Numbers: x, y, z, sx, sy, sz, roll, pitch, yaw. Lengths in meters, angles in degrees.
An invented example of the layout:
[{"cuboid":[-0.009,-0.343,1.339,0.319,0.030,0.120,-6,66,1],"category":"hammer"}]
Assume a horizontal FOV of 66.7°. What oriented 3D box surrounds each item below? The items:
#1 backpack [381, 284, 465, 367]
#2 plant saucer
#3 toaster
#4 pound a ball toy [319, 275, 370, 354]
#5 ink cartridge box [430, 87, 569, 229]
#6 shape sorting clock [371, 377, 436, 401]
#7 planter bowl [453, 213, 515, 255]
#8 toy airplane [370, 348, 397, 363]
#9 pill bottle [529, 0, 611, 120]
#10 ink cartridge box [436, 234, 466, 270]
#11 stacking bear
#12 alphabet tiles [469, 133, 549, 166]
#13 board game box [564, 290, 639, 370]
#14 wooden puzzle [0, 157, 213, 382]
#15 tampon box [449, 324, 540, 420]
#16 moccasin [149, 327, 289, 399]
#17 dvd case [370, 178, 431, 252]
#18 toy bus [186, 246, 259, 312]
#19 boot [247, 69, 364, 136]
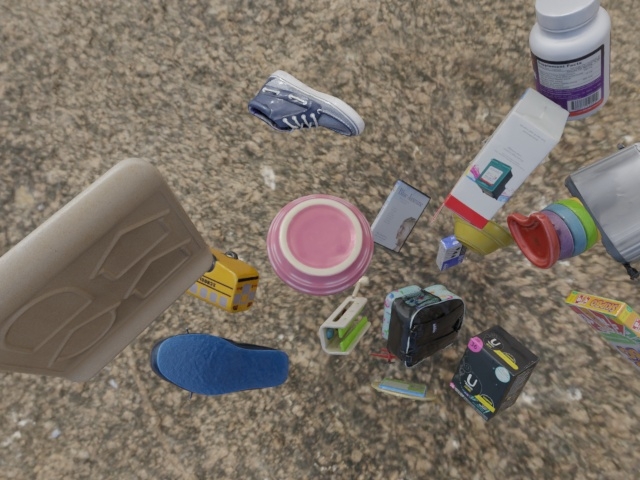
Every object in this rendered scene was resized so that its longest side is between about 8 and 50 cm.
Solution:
[{"cuboid":[0.323,0.251,1.524,0.191,0.253,0.225,40,136,52],"category":"backpack"},{"cuboid":[0.000,0.000,1.483,0.332,0.084,0.332,1,68,-2],"category":"plant saucer"},{"cuboid":[0.553,-0.060,0.851,0.146,0.129,0.227,-38,60,35],"category":"toaster"},{"cuboid":[0.099,0.293,1.976,0.136,0.319,0.208,-2,107,26],"category":"pound a ball toy"},{"cuboid":[0.281,-0.112,0.780,0.078,0.134,0.231,36,133,8],"category":"ink cartridge box"},{"cuboid":[0.265,0.485,1.562,0.206,0.206,0.040,7,87,17],"category":"shape sorting clock"},{"cuboid":[0.486,-0.016,1.509,0.217,0.217,0.090,33,91,15],"category":"planter bowl"},{"cuboid":[0.264,0.434,1.844,0.151,0.151,0.028,-3,48,17],"category":"toy airplane"},{"cuboid":[0.378,-0.285,0.737,0.108,0.193,0.108,-15,52,20],"category":"pill bottle"},{"cuboid":[0.505,0.044,1.866,0.097,0.207,0.046,-22,63,-3],"category":"ink cartridge box"},{"cuboid":[0.685,-0.053,1.297,0.289,0.175,0.164,-24,96,-7],"category":"stacking bear"},{"cuboid":[0.687,-0.309,1.801,0.237,0.009,0.198,-34,101,21],"category":"alphabet tiles"},{"cuboid":[0.567,0.186,0.864,0.259,0.124,0.039,37,86,-11],"category":"board game box"},{"cuboid":[-0.331,0.057,0.716,0.080,0.348,0.322,41,75,17],"category":"wooden puzzle"},{"cuboid":[0.391,0.299,1.103,0.120,0.101,0.161,43,136,39],"category":"tampon box"},{"cuboid":[-0.221,0.277,1.049,0.117,0.342,0.137,-7,66,42],"category":"moccasin"},{"cuboid":[0.296,-0.087,1.838,0.253,0.180,0.022,-61,36,9],"category":"dvd case"},{"cuboid":[-0.329,0.075,1.310,0.333,0.108,0.130,18,100,25],"category":"toy bus"},{"cuboid":[-0.026,-0.205,0.811,0.190,0.069,0.086,31,74,16],"category":"boot"}]
